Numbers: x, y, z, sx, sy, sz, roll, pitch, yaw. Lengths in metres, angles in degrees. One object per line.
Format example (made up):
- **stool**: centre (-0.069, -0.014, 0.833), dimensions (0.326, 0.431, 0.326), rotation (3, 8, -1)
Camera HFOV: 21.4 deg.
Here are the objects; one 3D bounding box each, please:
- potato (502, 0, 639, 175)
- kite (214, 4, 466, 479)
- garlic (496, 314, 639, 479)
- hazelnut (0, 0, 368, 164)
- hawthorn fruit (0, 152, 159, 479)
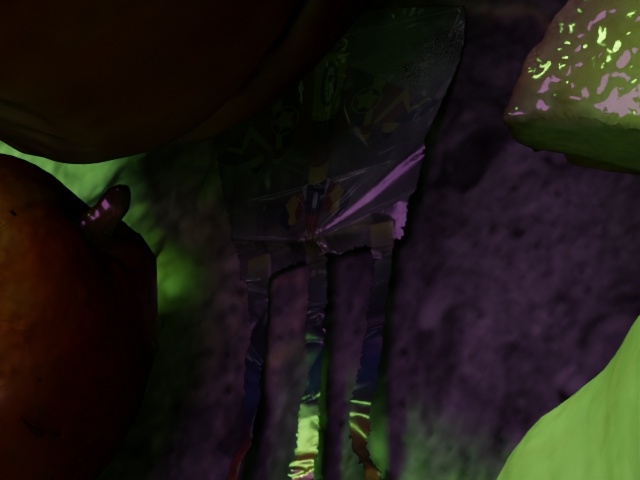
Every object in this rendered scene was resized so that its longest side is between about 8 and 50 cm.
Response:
- **potato**: centre (0.242, -0.063, 0.565), dimensions (0.269, 0.112, 0.255), rotation (-50, 54, 7)
- **kite**: centre (-0.001, -0.001, 0.758), dimensions (0.141, 0.015, 0.245), rotation (-13, 60, 31)
- **garlic**: centre (0.198, 0.095, 0.421), dimensions (0.317, 0.259, 0.318), rotation (14, 106, 60)
- **hazelnut**: centre (-0.099, -0.202, 0.696), dimensions (0.372, 0.372, 0.315), rotation (-33, 82, 17)
- **hawthorn fruit**: centre (-0.158, 0.044, 0.738), dimensions (0.202, 0.185, 0.185), rotation (-37, 52, 9)
